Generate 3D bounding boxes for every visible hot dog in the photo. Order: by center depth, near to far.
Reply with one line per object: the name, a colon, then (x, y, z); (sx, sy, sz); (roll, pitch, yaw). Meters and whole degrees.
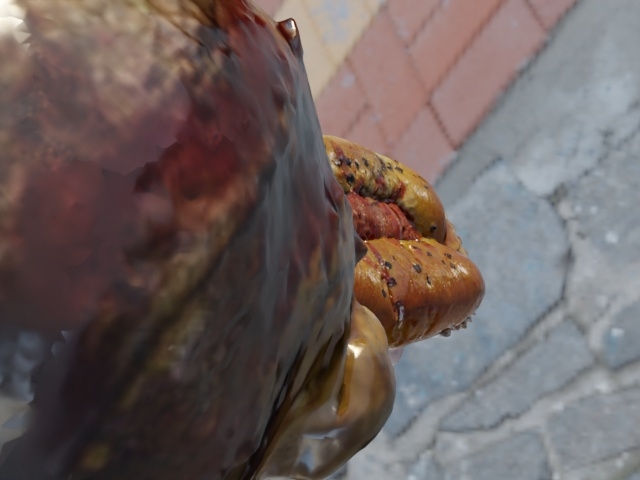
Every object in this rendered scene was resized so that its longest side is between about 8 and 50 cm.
hot dog: (0.000, 0.000, 0.944); (0.075, 0.268, 0.144); (-38, 62, 28)

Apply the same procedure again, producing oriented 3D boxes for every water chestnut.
water chestnut: (-0.105, 0.004, 0.418); (0.223, 0.238, 0.223); (-47, 9, 10)

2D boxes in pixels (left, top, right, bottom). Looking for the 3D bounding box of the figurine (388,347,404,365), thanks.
figurine: (-0.025, 0.050, 1.615); (0.276, 0.133, 0.200); (48, 159, 45)
